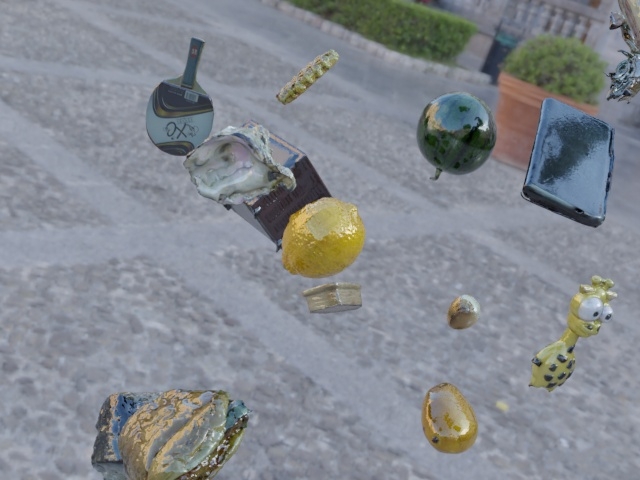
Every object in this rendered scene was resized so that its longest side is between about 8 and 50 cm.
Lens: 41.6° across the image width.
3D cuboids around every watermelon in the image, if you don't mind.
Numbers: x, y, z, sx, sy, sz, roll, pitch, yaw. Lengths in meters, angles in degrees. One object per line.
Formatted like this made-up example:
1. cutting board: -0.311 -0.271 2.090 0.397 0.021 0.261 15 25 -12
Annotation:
1. watermelon: 0.309 -0.236 1.950 0.188 0.214 0.188 28 6 -3

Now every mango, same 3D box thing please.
1. mango: 0.321 0.440 2.099 0.147 0.109 0.227 21 29 -3

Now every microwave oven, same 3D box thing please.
1. microwave oven: -0.119 -0.119 1.875 0.247 0.178 0.188 37 -16 43

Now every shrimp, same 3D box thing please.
1. shrimp: 0.600 -0.367 1.669 0.296 0.058 0.169 -38 98 -48

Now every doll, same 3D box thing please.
1. doll: 0.546 0.206 1.820 0.117 0.291 0.086 14 23 -32

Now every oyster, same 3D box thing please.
1. oyster: -0.136 -0.127 1.483 0.191 0.163 0.081 32 21 -11

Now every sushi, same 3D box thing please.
1. sushi: -0.323 0.412 1.650 0.211 0.350 0.170 4 58 13

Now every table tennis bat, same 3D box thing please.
1. table tennis bat: -0.337 -0.355 2.094 0.173 0.301 0.022 19 19 2

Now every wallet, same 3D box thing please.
1. wallet: 0.491 -0.158 1.650 0.173 0.045 0.318 24 46 0

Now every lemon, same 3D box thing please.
1. lemon: 0.000 0.000 1.570 0.142 0.187 0.142 43 21 -21

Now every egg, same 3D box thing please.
1. egg: 0.325 0.167 1.924 0.071 0.083 0.071 32 27 -19

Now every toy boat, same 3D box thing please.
1. toy boat: 0.044 0.148 2.141 0.116 0.061 0.188 -18 -14 28

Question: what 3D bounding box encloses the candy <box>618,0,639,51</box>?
1. candy: 0.610 -0.388 1.238 0.321 0.179 0.135 -17 -11 19

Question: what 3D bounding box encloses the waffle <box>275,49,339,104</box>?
1. waffle: -0.033 -0.385 1.990 0.038 0.191 0.191 48 14 -13

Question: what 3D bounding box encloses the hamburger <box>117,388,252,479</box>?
1. hamburger: -0.205 0.288 1.216 0.130 0.206 0.183 50 61 -9
